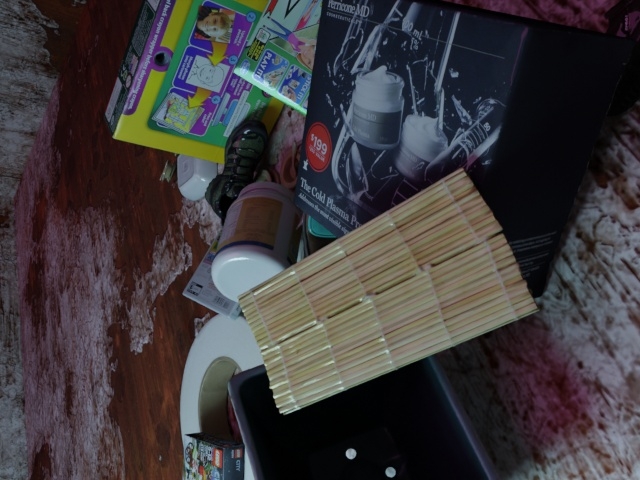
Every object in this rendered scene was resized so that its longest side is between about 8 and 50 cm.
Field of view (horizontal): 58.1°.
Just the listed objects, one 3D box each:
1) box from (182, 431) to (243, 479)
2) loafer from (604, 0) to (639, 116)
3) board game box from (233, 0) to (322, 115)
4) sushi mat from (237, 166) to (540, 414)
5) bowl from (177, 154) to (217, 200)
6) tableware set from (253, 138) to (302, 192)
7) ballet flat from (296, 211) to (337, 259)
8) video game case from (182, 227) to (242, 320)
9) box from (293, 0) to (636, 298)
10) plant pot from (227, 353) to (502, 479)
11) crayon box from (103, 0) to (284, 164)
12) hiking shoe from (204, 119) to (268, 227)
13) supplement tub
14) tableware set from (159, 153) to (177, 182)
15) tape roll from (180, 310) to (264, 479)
[{"bbox_3d":[-0.207,0.495,1.090,0.159,0.044,0.233,-10,78,50],"label":"box"},{"bbox_3d":[0.346,-0.246,0.617,0.078,0.080,0.220,52,123,41],"label":"loafer"},{"bbox_3d":[0.022,-0.358,0.944,0.317,0.213,0.046,-55,12,30],"label":"board game box"},{"bbox_3d":[0.050,0.064,0.605,0.316,0.019,0.151,-30,71,27],"label":"sushi mat"},{"bbox_3d":[-0.316,-0.182,1.449,0.142,0.053,0.142,-25,64,48],"label":"bowl"},{"bbox_3d":[-0.089,-0.125,1.167,0.194,0.039,0.128,-23,66,47],"label":"tableware set"},{"bbox_3d":[0.000,0.000,0.998,0.096,0.095,0.280,6,88,63],"label":"ballet flat"},{"bbox_3d":[-0.191,0.056,1.219,0.212,0.023,0.193,13,71,51],"label":"video game case"},{"bbox_3d":[0.138,-0.130,0.724,0.343,0.179,0.312,39,127,47],"label":"box"},{"bbox_3d":[0.053,0.288,0.741,0.252,0.248,0.247,81,167,-55],"label":"plant pot"},{"bbox_3d":[-0.208,-0.341,1.133,0.363,0.313,0.106,-59,44,26],"label":"crayon box"},{"bbox_3d":[-0.160,-0.135,1.191,0.227,0.086,0.114,-60,41,28],"label":"hiking shoe"},{"bbox_3d":[-0.109,0.002,1.046,0.144,0.144,0.199,-43,27,38],"label":"supplement tub"},{"bbox_3d":[-0.384,-0.219,1.516,0.169,0.020,0.141,-137,69,-78],"label":"tableware set"},{"bbox_3d":[-0.166,0.336,1.158,0.392,0.072,0.392,-11,76,50],"label":"tape roll"}]
